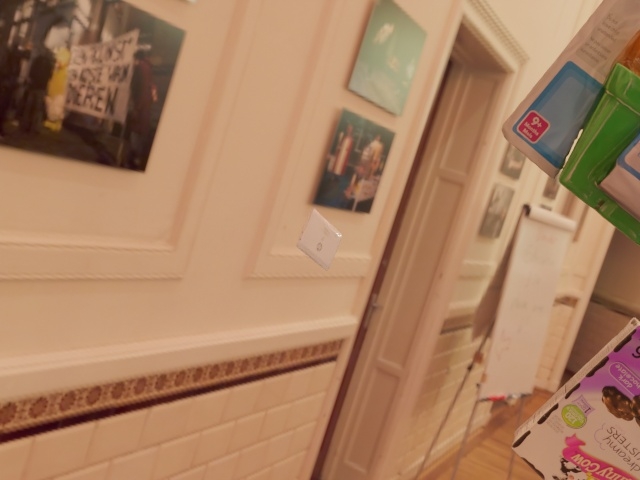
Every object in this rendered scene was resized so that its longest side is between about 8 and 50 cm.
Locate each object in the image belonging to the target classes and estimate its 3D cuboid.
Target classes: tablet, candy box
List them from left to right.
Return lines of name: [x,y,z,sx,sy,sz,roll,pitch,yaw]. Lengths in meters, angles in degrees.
tablet: [0.000,0.000,0.931,0.006,0.054,0.083,13,-17,35]
candy box: [0.337,0.213,0.792,0.165,0.196,0.070,44,13,13]

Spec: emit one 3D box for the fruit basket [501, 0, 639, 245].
fruit basket: [0.375,-0.124,0.577,0.327,0.353,0.165,42,29,12]
